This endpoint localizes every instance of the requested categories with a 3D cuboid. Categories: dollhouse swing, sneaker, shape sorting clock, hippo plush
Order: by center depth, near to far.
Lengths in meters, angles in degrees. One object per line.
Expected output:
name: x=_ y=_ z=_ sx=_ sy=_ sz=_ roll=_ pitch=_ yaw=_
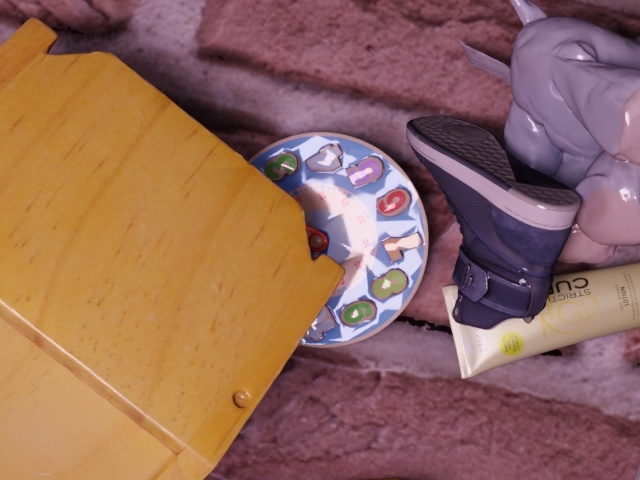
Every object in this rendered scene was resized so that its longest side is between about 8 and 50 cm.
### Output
dollhouse swing: x=-0.232 y=0.069 z=1.094 sx=0.347 sy=0.305 sz=0.315 roll=38 pitch=56 yaw=-4
sneaker: x=0.142 y=-0.012 z=1.166 sx=0.086 sy=0.226 sz=0.163 roll=-9 pitch=124 yaw=-28
shape sorting clock: x=0.000 y=0.000 z=1.169 sx=0.206 sy=0.040 sz=0.206 roll=1 pitch=95 yaw=10
hippo plush: x=0.300 y=-0.116 z=1.182 sx=0.236 sy=0.234 sz=0.294 roll=-9 pitch=45 yaw=-25

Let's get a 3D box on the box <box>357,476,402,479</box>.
box: x=-0.015 y=0.351 z=1.124 sx=0.213 sy=0.117 sz=0.243 roll=-2 pitch=86 yaw=-7

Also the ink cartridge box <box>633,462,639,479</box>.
ink cartridge box: x=0.411 y=0.245 z=1.181 sx=0.175 sy=0.127 sz=0.072 roll=24 pitch=81 yaw=-6

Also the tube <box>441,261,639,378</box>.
tube: x=0.246 y=0.068 z=1.208 sx=0.240 sy=0.070 sz=0.062 roll=-11 pitch=131 yaw=-1
